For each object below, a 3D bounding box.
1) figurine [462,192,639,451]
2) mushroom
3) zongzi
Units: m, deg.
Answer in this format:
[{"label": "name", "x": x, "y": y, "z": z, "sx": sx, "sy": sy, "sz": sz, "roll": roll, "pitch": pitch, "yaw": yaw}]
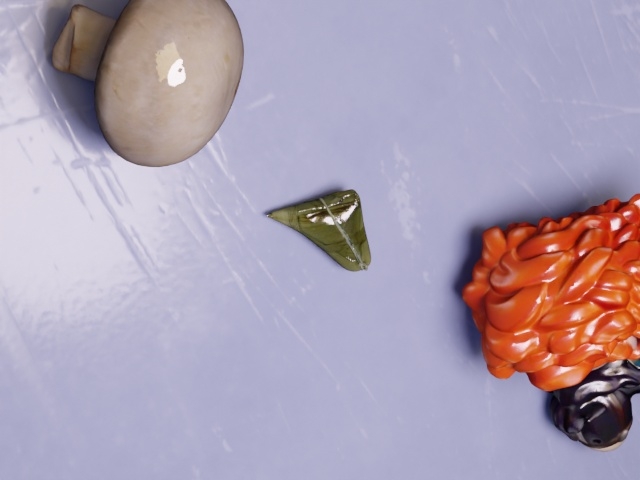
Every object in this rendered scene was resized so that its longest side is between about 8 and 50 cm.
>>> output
[{"label": "figurine", "x": 0.366, "y": 0.109, "z": 1.640, "sx": 0.306, "sy": 0.241, "sz": 0.412, "roll": -34, "pitch": 132, "yaw": 6}, {"label": "mushroom", "x": -0.185, "y": -0.184, "z": 1.332, "sx": 0.204, "sy": 0.204, "sz": 0.204, "roll": -4, "pitch": 100, "yaw": -26}, {"label": "zongzi", "x": 0.000, "y": 0.000, "z": 1.517, "sx": 0.113, "sy": 0.052, "sz": 0.104, "roll": -16, "pitch": 111, "yaw": -11}]
